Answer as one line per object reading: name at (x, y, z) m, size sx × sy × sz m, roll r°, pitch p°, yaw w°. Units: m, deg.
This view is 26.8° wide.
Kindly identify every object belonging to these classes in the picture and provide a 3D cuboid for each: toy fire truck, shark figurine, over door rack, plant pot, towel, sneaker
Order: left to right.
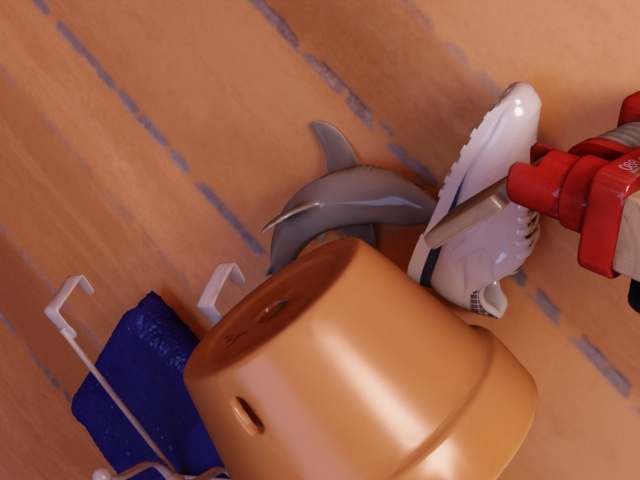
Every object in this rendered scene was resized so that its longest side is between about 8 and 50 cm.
over door rack at (-0.142, 0.188, 1.384) m, size 0.239 × 0.108 × 0.324 m, roll -4°, pitch 119°, yaw 36°
towel at (-0.144, 0.234, 1.563) m, size 0.308 × 0.076 × 0.227 m, roll 47°, pitch 125°, yaw 16°
shark figurine at (-0.022, 0.001, 1.326) m, size 0.166 × 0.116 × 0.278 m, roll 51°, pitch 131°, yaw 14°
plant pot at (0.017, 0.134, 1.193) m, size 0.291 × 0.291 × 0.203 m, roll -24°, pitch 108°, yaw 44°
sneaker at (0.157, -0.034, 1.183) m, size 0.095 × 0.090 × 0.235 m, roll 32°, pitch 134°, yaw 17°
toy fire truck at (0.217, -0.040, 1.027) m, size 0.246 × 0.217 × 0.158 m, roll 24°, pitch 123°, yaw 32°
